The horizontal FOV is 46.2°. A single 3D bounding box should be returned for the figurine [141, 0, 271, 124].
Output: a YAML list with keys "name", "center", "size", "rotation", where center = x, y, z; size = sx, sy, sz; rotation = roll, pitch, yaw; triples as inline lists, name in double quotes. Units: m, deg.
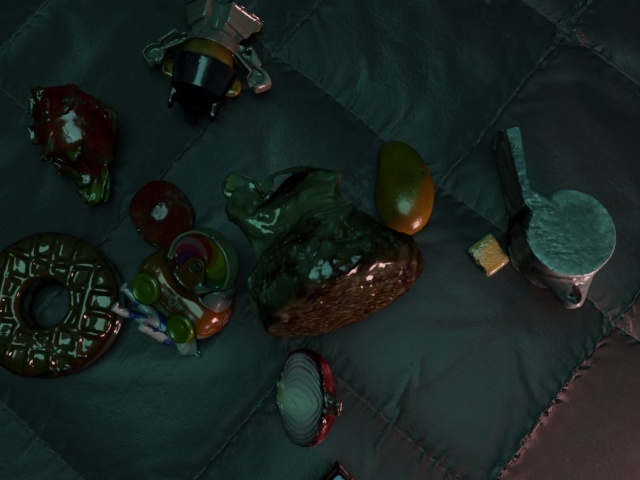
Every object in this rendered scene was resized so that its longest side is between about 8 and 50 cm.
- name: "figurine"
  center: [-0.262, -0.416, 1.728]
  size: [0.308, 0.143, 0.309]
  rotation: [-6, 68, 14]

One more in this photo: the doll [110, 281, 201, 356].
- name: "doll"
  center: [-0.349, 0.182, 1.648]
  size: [0.227, 0.114, 0.057]
  rotation: [41, 107, -19]

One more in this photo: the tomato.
- name: "tomato"
  center: [-0.364, -0.065, 1.694]
  size: [0.139, 0.091, 0.159]
  rotation: [-33, 80, -6]

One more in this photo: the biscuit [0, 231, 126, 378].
- name: "biscuit"
  center: [-0.594, 0.143, 1.654]
  size: [0.331, 0.103, 0.332]
  rotation: [0, 80, 0]

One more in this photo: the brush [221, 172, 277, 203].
- name: "brush"
  center: [-0.082, -0.075, 1.710]
  size: [0.312, 0.067, 0.072]
  rotation: [26, 81, 2]

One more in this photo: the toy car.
- name: "toy car"
  center: [-0.262, 0.081, 1.598]
  size: [0.235, 0.145, 0.235]
  rotation: [6, 105, 22]

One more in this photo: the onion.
- name: "onion"
  center: [-0.010, 0.338, 1.617]
  size: [0.151, 0.098, 0.206]
  rotation: [4, 87, 26]

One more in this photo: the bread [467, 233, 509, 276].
- name: "bread"
  center: [0.382, 0.033, 1.703]
  size: [0.070, 0.035, 0.083]
  rotation: [-40, 89, -5]

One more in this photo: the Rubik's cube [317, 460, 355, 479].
- name: "Rubik's cube"
  center: [0.033, 0.575, 1.554]
  size: [0.154, 0.155, 0.151]
  rotation: [-43, 85, -6]

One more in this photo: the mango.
- name: "mango"
  center: [0.187, -0.122, 1.702]
  size: [0.136, 0.099, 0.228]
  rotation: [-8, 72, 6]

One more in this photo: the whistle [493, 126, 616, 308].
- name: "whistle"
  center: [0.477, -0.051, 1.651]
  size: [0.188, 0.168, 0.405]
  rotation: [-38, 78, -7]

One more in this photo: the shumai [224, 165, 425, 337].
- name: "shumai"
  center: [0.000, 0.000, 1.562]
  size: [0.394, 0.395, 0.348]
  rotation: [-18, 66, -3]

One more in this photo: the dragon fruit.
- name: "dragon fruit"
  center: [-0.562, -0.216, 1.684]
  size: [0.200, 0.198, 0.269]
  rotation: [6, 95, -10]
